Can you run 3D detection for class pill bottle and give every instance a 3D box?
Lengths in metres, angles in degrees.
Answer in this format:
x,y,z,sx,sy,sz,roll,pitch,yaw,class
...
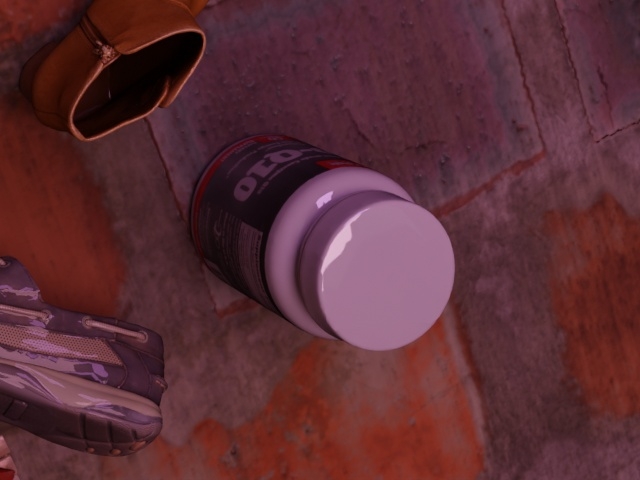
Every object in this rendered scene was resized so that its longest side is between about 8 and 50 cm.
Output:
x,y,z,sx,sy,sz,roll,pitch,yaw,class
0.000,0.000,1.728,0.161,0.283,0.161,-6,105,-25,pill bottle

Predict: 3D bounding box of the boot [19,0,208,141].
x,y,z,sx,sy,sz,roll,pitch,yaw,class
-0.137,-0.201,1.656,0.295,0.211,0.104,-46,117,-10,boot

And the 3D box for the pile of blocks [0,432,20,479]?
x,y,z,sx,sy,sz,roll,pitch,yaw,class
-0.430,0.253,1.679,0.362,0.112,0.149,-2,103,-25,pile of blocks

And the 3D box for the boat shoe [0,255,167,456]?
x,y,z,sx,sy,sz,roll,pitch,yaw,class
-0.307,0.088,1.705,0.355,0.132,0.130,22,60,-18,boat shoe
